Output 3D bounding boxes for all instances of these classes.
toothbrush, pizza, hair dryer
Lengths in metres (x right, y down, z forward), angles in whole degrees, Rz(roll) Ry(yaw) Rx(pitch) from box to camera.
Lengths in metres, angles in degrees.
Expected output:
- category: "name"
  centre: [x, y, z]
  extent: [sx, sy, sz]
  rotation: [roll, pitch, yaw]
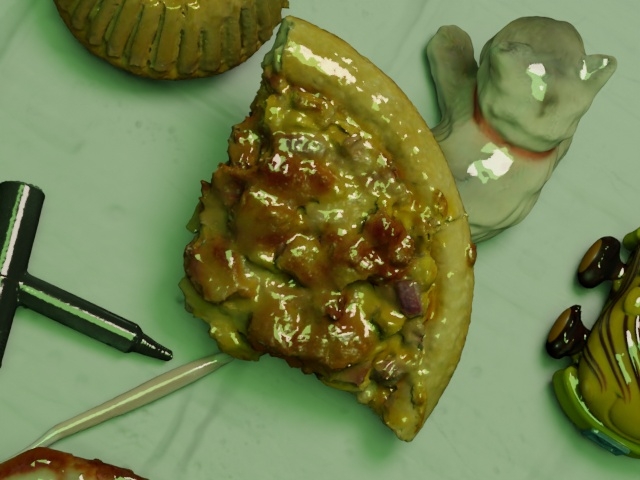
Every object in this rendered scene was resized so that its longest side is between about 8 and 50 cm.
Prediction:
- category: "toothbrush"
  centre: [-0.217, 0.162, 1.181]
  extent: [0.307, 0.025, 0.029]
  rotation: [-24, 76, -16]
- category: "pizza"
  centre: [0.000, 0.000, 1.174]
  extent: [0.277, 0.114, 0.409]
  rotation: [-10, 101, 3]
- category: "hair dryer"
  centre: [-0.224, 0.048, 1.197]
  extent: [0.195, 0.050, 0.173]
  rotation: [14, 76, -14]

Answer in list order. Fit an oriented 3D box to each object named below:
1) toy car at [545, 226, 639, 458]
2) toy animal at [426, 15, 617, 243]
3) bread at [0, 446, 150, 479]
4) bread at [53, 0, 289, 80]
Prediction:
- category: "toy car"
  centre: [0.346, 0.091, 1.261]
  extent: [0.200, 0.142, 0.248]
  rotation: [28, 71, -4]
- category: "toy animal"
  centre: [0.125, -0.109, 1.244]
  extent: [0.308, 0.188, 0.266]
  rotation: [12, 85, -14]
- category: "bread"
  centre: [-0.205, 0.344, 1.096]
  extent: [0.327, 0.114, 0.295]
  rotation: [32, 76, -5]
- category: "bread"
  centre: [-0.144, -0.267, 1.234]
  extent: [0.240, 0.139, 0.240]
  rotation: [2, 76, -9]
